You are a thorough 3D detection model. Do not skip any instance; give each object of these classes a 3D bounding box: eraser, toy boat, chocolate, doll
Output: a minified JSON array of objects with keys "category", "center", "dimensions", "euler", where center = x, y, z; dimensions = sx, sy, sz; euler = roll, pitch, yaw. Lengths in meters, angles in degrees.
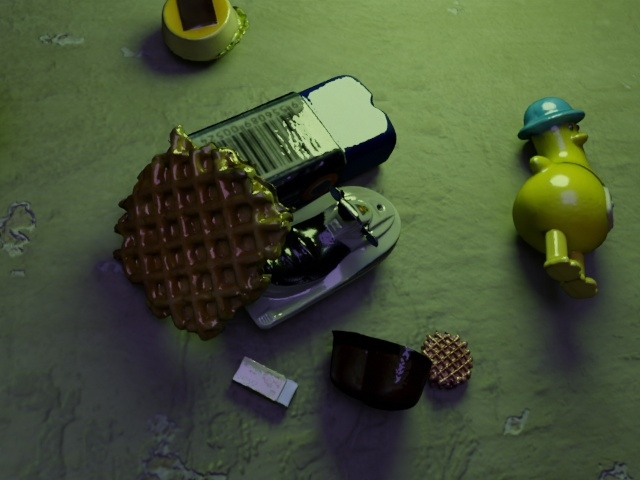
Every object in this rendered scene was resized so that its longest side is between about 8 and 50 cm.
[{"category":"eraser","center":[-0.059,-0.130,0.981],"dimensions":[0.332,0.101,0.155],"euler":[-27,72,-23]},{"category":"toy boat","center":[-0.005,0.005,0.912],"dimensions":[0.269,0.141,0.140],"euler":[-33,74,-8]},{"category":"chocolate","center":[0.074,0.181,0.865],"dimensions":[0.149,0.125,0.080],"euler":[9,67,34]},{"category":"doll","center":[0.382,-0.079,1.035],"dimensions":[0.199,0.145,0.363],"euler":[41,45,-35]},{"category":"eraser","center":[-0.073,0.189,0.871],"dimensions":[0.083,0.019,0.038],"euler":[28,61,2]}]

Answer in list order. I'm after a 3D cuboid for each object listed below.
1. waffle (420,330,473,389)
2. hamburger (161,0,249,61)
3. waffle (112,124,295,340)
[{"category":"waffle","center":[0.178,0.168,0.925],"dimensions":[0.075,0.029,0.083],"euler":[6,62,-9]},{"category":"hamburger","center":[-0.190,-0.353,1.072],"dimensions":[0.141,0.081,0.126],"euler":[-30,71,-9]},{"category":"waffle","center":[-0.163,-0.008,0.849],"dimensions":[0.245,0.254,0.052],"euler":[41,19,18]}]
